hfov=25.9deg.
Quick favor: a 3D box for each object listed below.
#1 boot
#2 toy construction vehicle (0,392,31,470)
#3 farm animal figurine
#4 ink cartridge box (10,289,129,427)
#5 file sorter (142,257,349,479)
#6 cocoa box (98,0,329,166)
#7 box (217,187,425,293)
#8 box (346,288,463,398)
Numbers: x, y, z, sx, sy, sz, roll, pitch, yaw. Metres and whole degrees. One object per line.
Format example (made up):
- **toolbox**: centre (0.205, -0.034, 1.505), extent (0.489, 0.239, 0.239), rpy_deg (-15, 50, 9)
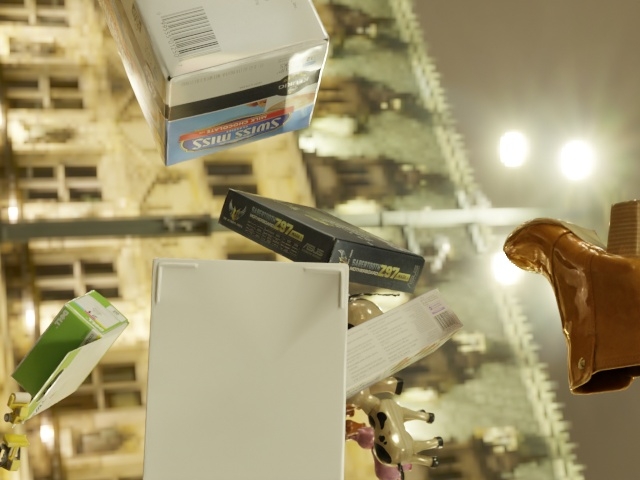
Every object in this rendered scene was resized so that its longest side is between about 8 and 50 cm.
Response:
- **boot**: centre (0.303, 0.079, 1.651), extent (0.295, 0.104, 0.211), rpy_deg (-21, -122, 61)
- **toy construction vehicle**: centre (-0.377, 0.228, 1.645), extent (0.035, 0.086, 0.098), rpy_deg (24, -83, 41)
- **farm animal figurine**: centre (0.057, 0.242, 2.327), extent (0.330, 0.172, 0.326), rpy_deg (-5, -101, 62)
- **ink cartridge box**: centre (-0.474, 0.208, 2.490), extent (0.189, 0.097, 0.255), rpy_deg (-50, 174, 17)
- **file sorter**: centre (-0.073, 0.170, 1.420), extent (0.173, 0.193, 0.277), rpy_deg (96, -4, -80)
- **cocoa box**: centre (-0.164, -0.322, 1.922), extent (0.228, 0.231, 0.347), rpy_deg (106, -36, -62)
- **box**: centre (0.000, 0.000, 1.904), extent (0.233, 0.183, 0.059), rpy_deg (25, -80, 45)
- **box**: centre (0.055, 0.136, 1.659), extent (0.067, 0.324, 0.063), rpy_deg (53, -53, 11)
